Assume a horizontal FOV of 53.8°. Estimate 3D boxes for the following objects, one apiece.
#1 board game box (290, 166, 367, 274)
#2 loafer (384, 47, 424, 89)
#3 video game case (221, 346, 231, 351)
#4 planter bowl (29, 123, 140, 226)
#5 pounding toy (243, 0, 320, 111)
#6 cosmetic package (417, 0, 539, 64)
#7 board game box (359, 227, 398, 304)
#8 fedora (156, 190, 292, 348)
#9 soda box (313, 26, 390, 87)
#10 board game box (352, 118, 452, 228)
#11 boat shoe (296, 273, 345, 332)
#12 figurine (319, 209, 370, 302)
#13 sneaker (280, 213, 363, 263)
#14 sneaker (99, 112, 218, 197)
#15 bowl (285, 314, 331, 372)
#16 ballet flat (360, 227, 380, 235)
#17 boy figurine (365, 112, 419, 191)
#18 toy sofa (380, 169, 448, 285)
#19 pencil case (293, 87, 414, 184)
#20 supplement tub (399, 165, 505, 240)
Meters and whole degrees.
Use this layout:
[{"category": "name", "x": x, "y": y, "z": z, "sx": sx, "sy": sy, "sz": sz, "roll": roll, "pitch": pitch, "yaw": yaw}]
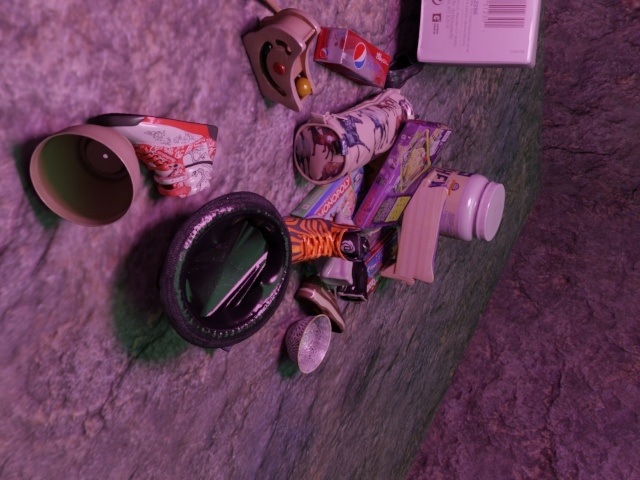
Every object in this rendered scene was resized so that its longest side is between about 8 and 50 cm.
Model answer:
[{"category": "board game box", "x": 0.037, "y": -0.085, "z": 1.790, "sx": 0.317, "sy": 0.046, "sz": 0.213, "roll": -51, "pitch": 144, "yaw": -36}, {"category": "loafer", "x": 0.262, "y": -0.540, "z": 1.934, "sx": 0.223, "sy": 0.076, "sz": 0.078, "roll": -48, "pitch": 150, "yaw": -34}, {"category": "video game case", "x": -0.209, "y": 0.093, "z": 1.438, "sx": 0.196, "sy": 0.026, "sz": 0.274, "roll": 46, "pitch": 64, "yaw": -46}, {"category": "planter bowl", "x": -0.359, "y": -0.117, "z": 1.006, "sx": 0.109, "sy": 0.162, "sz": 0.162, "roll": -80, "pitch": 167, "yaw": -58}, {"category": "pounding toy", "x": -0.058, "y": -0.430, "z": 1.357, "sx": 0.155, "sy": 0.154, "sz": 0.269, "roll": -56, "pitch": 146, "yaw": -30}, {"category": "cosmetic package", "x": 0.497, "y": -0.699, "z": 1.921, "sx": 0.394, "sy": 0.327, "sz": 0.329, "roll": -31, "pitch": 125, "yaw": -66}, {"category": "board game box", "x": 0.192, "y": 0.083, "z": 2.153, "sx": 0.281, "sy": 0.027, "sz": 0.145, "roll": -42, "pitch": 138, "yaw": -44}, {"category": "fedora", "x": -0.214, "y": 0.053, "z": 1.285, "sx": 0.334, "sy": 0.152, "sz": 0.334, "roll": -8, "pitch": 102, "yaw": -46}, {"category": "soda box", "x": 0.089, "y": -0.479, "z": 1.658, "sx": 0.263, "sy": 0.083, "sz": 0.092, "roll": 2, "pitch": 102, "yaw": -61}, {"category": "board game box", "x": 0.239, "y": -0.190, "z": 1.846, "sx": 0.208, "sy": 0.056, "sz": 0.347, "roll": -13, "pitch": 137, "yaw": -56}, {"category": "boat shoe", "x": 0.020, "y": 0.183, "z": 1.838, "sx": 0.095, "sy": 0.095, "sz": 0.257, "roll": -68, "pitch": 150, "yaw": -25}, {"category": "figurine", "x": 0.078, "y": 0.043, "z": 1.786, "sx": 0.215, "sy": 0.092, "sz": 0.209, "roll": 49, "pitch": 46, "yaw": -56}, {"category": "sneaker", "x": 0.000, "y": 0.000, "z": 1.523, "sx": 0.321, "sy": 0.180, "sz": 0.124, "roll": -23, "pitch": 119, "yaw": -57}, {"category": "sneaker", "x": -0.288, "y": -0.151, "z": 1.154, "sx": 0.270, "sy": 0.090, "sz": 0.145, "roll": -8, "pitch": 107, "yaw": -61}, {"category": "bowl", "x": -0.047, "y": 0.279, "z": 1.777, "sx": 0.170, "sy": 0.080, "sz": 0.170, "roll": -34, "pitch": 132, "yaw": -49}, {"category": "ballet flat", "x": 0.159, "y": -0.048, "z": 1.991, "sx": 0.213, "sy": 0.072, "sz": 0.068, "roll": -31, "pitch": 133, "yaw": -52}, {"category": "boy figurine", "x": 0.214, "y": -0.260, "z": 1.918, "sx": 0.092, "sy": 0.177, "sz": 0.285, "roll": -114, "pitch": -141, "yaw": -73}, {"category": "toy sofa", "x": 0.317, "y": -0.045, "z": 2.067, "sx": 0.150, "sy": 0.177, "sz": 0.362, "roll": -43, "pitch": 141, "yaw": -65}, {"category": "pencil case", "x": 0.101, "y": -0.292, "z": 1.688, "sx": 0.410, "sy": 0.160, "sz": 0.183, "roll": -36, "pitch": 146, "yaw": -48}, {"category": "supplement tub", "x": 0.451, "y": -0.129, "z": 2.195, "sx": 0.235, "sy": 0.325, "sz": 0.235, "roll": -33, "pitch": 130, "yaw": -50}]
